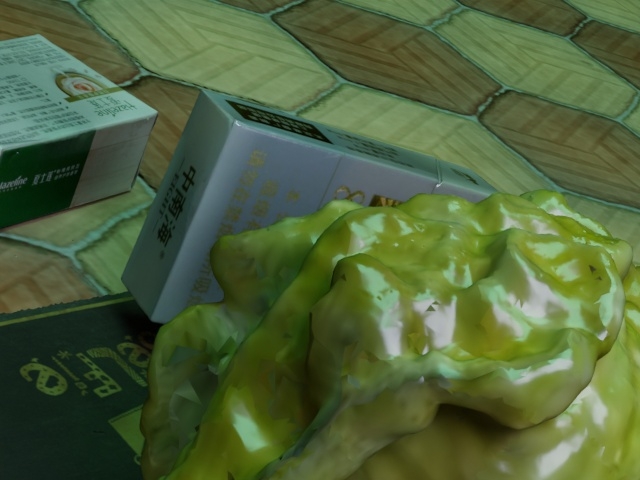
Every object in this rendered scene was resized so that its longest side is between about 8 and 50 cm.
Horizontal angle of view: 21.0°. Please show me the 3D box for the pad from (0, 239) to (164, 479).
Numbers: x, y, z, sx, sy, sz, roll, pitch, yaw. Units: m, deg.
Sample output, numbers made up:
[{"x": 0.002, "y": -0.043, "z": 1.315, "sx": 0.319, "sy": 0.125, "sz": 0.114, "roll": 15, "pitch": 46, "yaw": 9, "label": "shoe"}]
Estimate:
[{"x": -0.118, "y": 0.070, "z": 1.119, "sx": 0.315, "sy": 0.063, "sz": 0.375, "roll": 37, "pitch": 27, "yaw": 30, "label": "pad"}]

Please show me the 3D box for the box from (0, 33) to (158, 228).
[{"x": -0.238, "y": -0.085, "z": 1.314, "sx": 0.135, "sy": 0.081, "sz": 0.199, "roll": 33, "pitch": 28, "yaw": 21, "label": "box"}]

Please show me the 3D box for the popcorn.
[{"x": 0.045, "y": 0.108, "z": 0.932, "sx": 0.312, "sy": 0.312, "sz": 0.312, "roll": 18, "pitch": 25, "yaw": -9, "label": "popcorn"}]

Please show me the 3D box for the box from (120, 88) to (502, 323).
[{"x": 0.000, "y": 0.000, "z": 1.216, "sx": 0.243, "sy": 0.155, "sz": 0.067, "roll": 13, "pitch": 21, "yaw": -33, "label": "box"}]
